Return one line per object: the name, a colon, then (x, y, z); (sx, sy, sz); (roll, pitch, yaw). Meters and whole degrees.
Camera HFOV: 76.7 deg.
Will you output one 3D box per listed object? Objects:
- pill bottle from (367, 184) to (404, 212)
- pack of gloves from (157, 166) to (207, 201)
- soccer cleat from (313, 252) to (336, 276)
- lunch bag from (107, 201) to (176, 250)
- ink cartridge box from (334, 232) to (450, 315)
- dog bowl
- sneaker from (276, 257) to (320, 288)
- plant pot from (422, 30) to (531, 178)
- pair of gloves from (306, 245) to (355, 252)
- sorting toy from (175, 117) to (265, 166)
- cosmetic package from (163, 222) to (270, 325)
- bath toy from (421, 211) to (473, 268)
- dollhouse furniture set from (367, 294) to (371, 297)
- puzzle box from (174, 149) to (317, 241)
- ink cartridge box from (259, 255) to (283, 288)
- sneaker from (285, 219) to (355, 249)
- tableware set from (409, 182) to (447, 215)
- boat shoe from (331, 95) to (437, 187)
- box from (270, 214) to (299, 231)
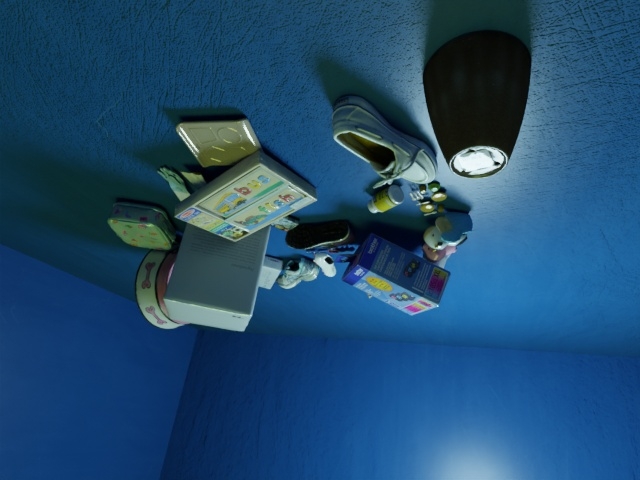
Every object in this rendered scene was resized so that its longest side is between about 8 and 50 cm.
pill bottle: (0.207, -0.129, 1.301); (0.065, 0.065, 0.116); (22, 151, -28)
pack of gloves: (-0.448, -0.191, 1.430); (0.195, 0.046, 0.232); (13, 154, 17)
soccer cleat: (0.037, 0.115, 1.884); (0.076, 0.068, 0.196); (-8, 148, 26)
lunch bag: (-0.739, -0.056, 1.711); (0.224, 0.108, 0.279); (5, 156, -2)
ink cartridge box: (0.253, 0.127, 1.573); (0.395, 0.151, 0.270); (28, 159, 0)
dog bowl: (-0.646, 0.208, 1.887); (0.150, 0.408, 0.408); (-4, 153, 26)
sneaker: (-0.135, 0.147, 1.990); (0.122, 0.110, 0.283); (38, 137, -28)
plant pot: (0.312, -0.249, 0.814); (0.215, 0.230, 0.215); (7, 155, 3)
pair of gloves: (0.038, 0.038, 1.694); (0.198, 0.023, 0.159); (0, -178, 30)
sorting toy: (-0.279, -0.283, 1.169); (0.208, 0.038, 0.193); (-2, 154, 11)
cosmetic package: (-0.416, 0.129, 1.664); (0.327, 0.394, 0.329); (14, 154, -11)
bath toy: (0.442, 0.025, 1.484); (0.151, 0.129, 0.348); (6, 156, 5)
dollhouse furniture set: (0.276, 0.193, 2.018); (0.151, 0.123, 0.144); (-28, 153, -5)
puzzle box: (-0.250, -0.127, 1.347); (0.409, 0.052, 0.272); (-24, 146, 31)
ink cartridge box: (-0.380, 0.138, 2.063); (0.330, 0.071, 0.324); (17, 154, -10)
sneaker: (0.000, 0.000, 1.607); (0.283, 0.107, 0.124); (-4, 158, 25)
tableware set: (0.357, -0.134, 1.299); (0.104, 0.024, 0.154); (-12, 147, 31)
boat shoe: (0.172, -0.206, 1.037); (0.367, 0.156, 0.136); (28, 149, -36)
box: (-0.162, -0.081, 1.567); (0.137, 0.027, 0.094); (23, 150, -27)
